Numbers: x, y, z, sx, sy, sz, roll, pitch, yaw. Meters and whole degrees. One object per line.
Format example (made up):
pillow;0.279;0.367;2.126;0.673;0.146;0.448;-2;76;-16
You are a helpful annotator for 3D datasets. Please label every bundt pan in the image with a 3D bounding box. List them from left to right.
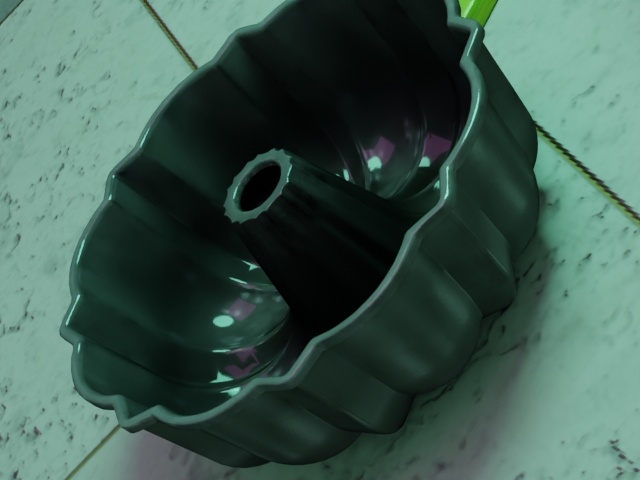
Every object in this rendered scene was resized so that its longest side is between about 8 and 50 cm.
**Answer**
bundt pan;0.000;0.000;1.100;0.331;0.124;0.331;-30;38;27

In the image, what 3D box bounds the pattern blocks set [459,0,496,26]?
pattern blocks set;0.092;-0.244;1.316;0.325;0.026;0.285;-30;39;26
